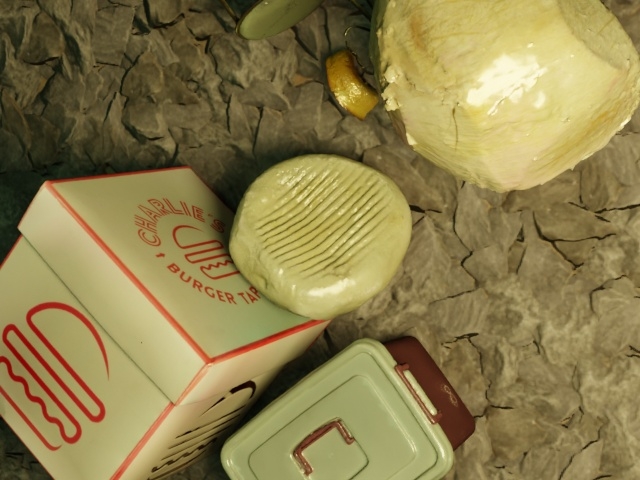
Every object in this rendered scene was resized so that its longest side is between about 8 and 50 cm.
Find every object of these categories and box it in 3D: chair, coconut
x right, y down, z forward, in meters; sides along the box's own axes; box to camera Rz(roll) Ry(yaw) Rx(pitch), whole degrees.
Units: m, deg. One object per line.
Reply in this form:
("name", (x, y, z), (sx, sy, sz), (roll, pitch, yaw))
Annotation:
("chair", (-0.035, -0.303, 1.484), (0.170, 0.160, 0.326), (-37, 80, 29))
("coconut", (0.184, -0.200, 1.303), (0.254, 0.297, 0.297), (-35, 79, 4))

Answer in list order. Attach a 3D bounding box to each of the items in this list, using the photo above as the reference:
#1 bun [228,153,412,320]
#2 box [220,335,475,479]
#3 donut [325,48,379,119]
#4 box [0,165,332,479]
("bun", (0.000, 0.000, 1.488), (0.231, 0.133, 0.231), (0, 63, -1))
("box", (0.042, 0.253, 1.489), (0.294, 0.167, 0.193), (-40, 79, 23))
("donut", (0.040, -0.206, 1.525), (0.038, 0.067, 0.083), (-33, 48, 31))
("box", (-0.231, 0.117, 1.531), (0.312, 0.314, 0.300), (45, 114, 16))
